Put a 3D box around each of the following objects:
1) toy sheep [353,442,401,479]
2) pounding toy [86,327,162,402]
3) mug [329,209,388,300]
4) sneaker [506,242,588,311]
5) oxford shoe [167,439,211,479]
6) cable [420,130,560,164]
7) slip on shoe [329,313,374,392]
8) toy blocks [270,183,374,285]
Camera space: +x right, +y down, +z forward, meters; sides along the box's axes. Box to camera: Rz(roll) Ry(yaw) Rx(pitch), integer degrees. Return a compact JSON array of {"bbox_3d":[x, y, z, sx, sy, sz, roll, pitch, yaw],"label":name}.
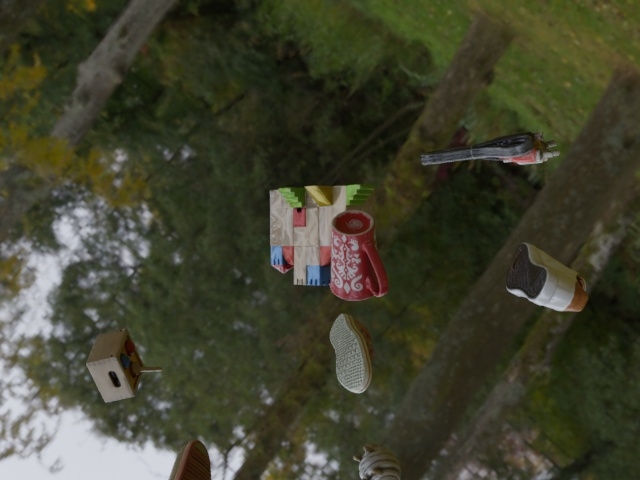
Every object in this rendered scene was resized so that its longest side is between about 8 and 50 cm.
[{"bbox_3d":[0.117,0.457,1.847,0.091,0.091,0.132,37,-156,-36],"label":"toy sheep"},{"bbox_3d":[-0.428,0.277,2.047,0.130,0.100,0.141,-87,-19,-61],"label":"pounding toy"},{"bbox_3d":[0.089,0.032,1.975,0.150,0.113,0.169,13,130,22],"label":"mug"},{"bbox_3d":[0.463,0.088,1.904,0.123,0.106,0.290,21,-167,-7],"label":"sneaker"},{"bbox_3d":[-0.360,0.641,2.136,0.140,0.146,0.397,56,-143,-39],"label":"oxford shoe"},{"bbox_3d":[0.343,-0.169,1.916,0.139,0.287,0.072,-42,-62,-66],"label":"cable"},{"bbox_3d":[0.100,0.298,2.457,0.101,0.123,0.331,27,-165,-15],"label":"slip on shoe"},{"bbox_3d":[0.000,0.000,2.311,0.190,0.261,0.381,-1,-179,-41],"label":"toy blocks"}]
